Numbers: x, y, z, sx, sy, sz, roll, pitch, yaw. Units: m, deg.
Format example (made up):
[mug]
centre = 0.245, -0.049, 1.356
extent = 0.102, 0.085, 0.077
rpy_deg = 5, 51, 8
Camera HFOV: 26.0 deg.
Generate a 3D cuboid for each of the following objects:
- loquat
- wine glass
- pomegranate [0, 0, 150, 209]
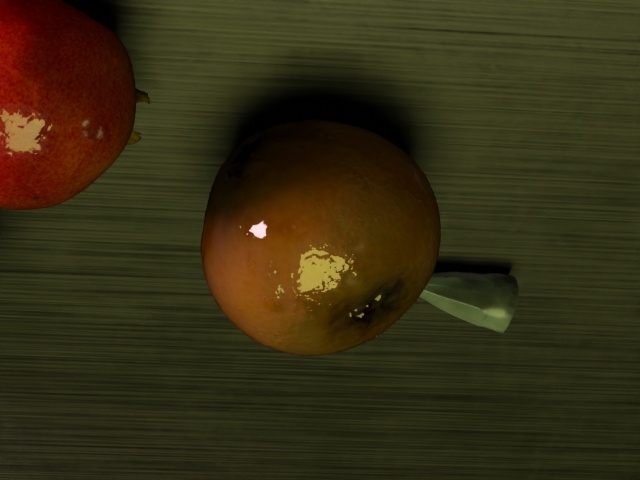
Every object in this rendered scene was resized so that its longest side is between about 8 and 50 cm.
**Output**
[loquat]
centre = 0.000, 0.000, 1.489
extent = 0.263, 0.263, 0.263
rpy_deg = -1, 138, -1
[wine glass]
centre = 0.161, 0.061, 1.699
extent = 0.155, 0.073, 0.073
rpy_deg = 15, 135, -15
[pomegranate]
centre = -0.277, -0.136, 1.358
extent = 0.221, 0.221, 0.257
rpy_deg = -36, 156, 32
